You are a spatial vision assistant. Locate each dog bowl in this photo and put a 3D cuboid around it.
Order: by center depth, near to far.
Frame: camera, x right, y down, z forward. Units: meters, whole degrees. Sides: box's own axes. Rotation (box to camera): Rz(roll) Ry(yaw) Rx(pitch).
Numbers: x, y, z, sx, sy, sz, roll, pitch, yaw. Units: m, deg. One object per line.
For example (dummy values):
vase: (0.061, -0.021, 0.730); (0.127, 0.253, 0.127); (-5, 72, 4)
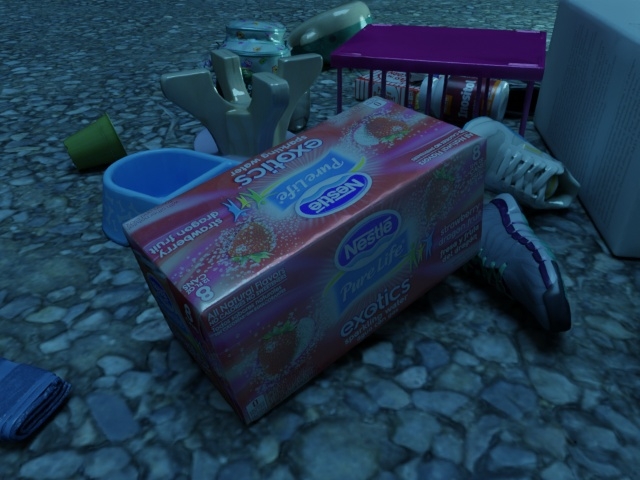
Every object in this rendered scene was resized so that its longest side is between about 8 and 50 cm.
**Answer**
dog bowl: (-0.151, -0.047, 0.679); (0.297, 0.074, 0.166); (17, 37, 24)

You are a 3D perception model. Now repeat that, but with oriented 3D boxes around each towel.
towel: (-0.279, 0.130, 0.447); (0.119, 0.029, 0.067); (11, 34, 15)

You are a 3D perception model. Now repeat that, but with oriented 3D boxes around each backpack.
backpack: (-0.145, -0.408, 1.180); (0.165, 0.145, 0.188); (3, 35, -5)

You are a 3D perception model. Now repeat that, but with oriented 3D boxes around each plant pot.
plant pot: (-0.359, -0.150, 0.848); (0.079, 0.083, 0.083); (-26, 39, -16)

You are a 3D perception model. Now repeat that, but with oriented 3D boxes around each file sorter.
file sorter: (0.186, -0.222, 0.846); (0.290, 0.182, 0.202); (10, 35, 18)

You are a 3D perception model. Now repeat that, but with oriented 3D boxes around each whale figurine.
whale figurine: (0.010, -0.502, 1.362); (0.271, 0.141, 0.216); (-12, 25, 29)

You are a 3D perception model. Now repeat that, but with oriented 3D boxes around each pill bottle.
pill bottle: (0.266, -0.263, 0.998); (0.152, 0.086, 0.086); (16, 36, 25)

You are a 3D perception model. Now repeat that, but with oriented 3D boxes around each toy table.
toy table: (-0.107, -0.192, 0.826); (0.252, 0.161, 0.274); (-25, 39, -33)

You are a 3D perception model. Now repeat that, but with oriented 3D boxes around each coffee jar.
coffee jar: (-0.112, -0.268, 1.000); (0.184, 0.096, 0.079); (19, 35, 29)

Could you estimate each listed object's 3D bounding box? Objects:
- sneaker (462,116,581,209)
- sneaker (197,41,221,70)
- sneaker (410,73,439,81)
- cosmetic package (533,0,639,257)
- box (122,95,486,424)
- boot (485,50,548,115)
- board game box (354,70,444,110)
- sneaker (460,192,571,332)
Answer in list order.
sneaker: (0.247, -0.092, 0.673); (0.228, 0.088, 0.092); (6, 24, -41)
sneaker: (-0.259, -0.456, 1.318); (0.098, 0.069, 0.038); (4, 33, 7)
sneaker: (0.218, -0.369, 1.115); (0.071, 0.068, 0.170); (15, 42, -5)
cosmetic package: (0.448, -0.189, 0.750); (0.161, 0.230, 0.453); (3, 34, 5)
box: (0.000, 0.000, 0.500); (0.299, 0.142, 0.154); (-31, 44, -23)
boot: (0.459, -0.311, 1.066); (0.338, 0.118, 0.223); (1, 34, 23)
board game box: (0.187, -0.338, 1.152); (0.146, 0.045, 0.193); (21, 39, 30)
sneaker: (0.191, 0.029, 0.575); (0.098, 0.083, 0.224); (-17, 25, 12)
